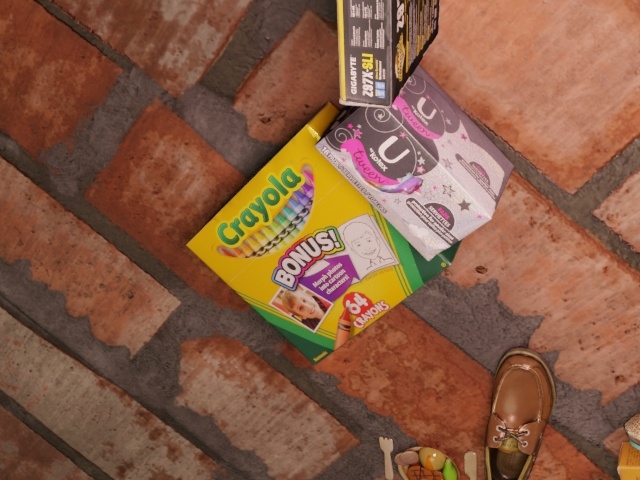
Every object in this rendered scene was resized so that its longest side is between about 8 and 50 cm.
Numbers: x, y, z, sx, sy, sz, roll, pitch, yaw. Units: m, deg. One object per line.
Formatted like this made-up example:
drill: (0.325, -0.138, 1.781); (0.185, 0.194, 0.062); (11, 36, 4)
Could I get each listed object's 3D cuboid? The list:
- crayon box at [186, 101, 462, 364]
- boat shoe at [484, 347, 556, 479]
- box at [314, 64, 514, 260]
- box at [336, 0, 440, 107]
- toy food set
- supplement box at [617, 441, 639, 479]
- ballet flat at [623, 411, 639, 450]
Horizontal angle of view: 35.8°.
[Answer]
crayon box: (0.000, 0.000, 1.652); (0.313, 0.106, 0.363); (43, 128, -8)
boat shoe: (0.344, 0.331, 1.727); (0.110, 0.104, 0.307); (9, 125, 18)
box: (0.144, -0.124, 1.467); (0.247, 0.163, 0.142); (44, 130, -9)
box: (0.092, -0.369, 1.266); (0.079, 0.257, 0.322); (10, 126, 19)
toy food set: (0.205, 0.446, 1.908); (0.192, 0.038, 0.132); (5, 124, 21)
supplement box: (0.624, 0.381, 1.657); (0.233, 0.080, 0.078); (-9, 117, 26)
ballet flat: (0.722, 0.273, 1.513); (0.482, 0.164, 0.182); (11, 104, 10)
